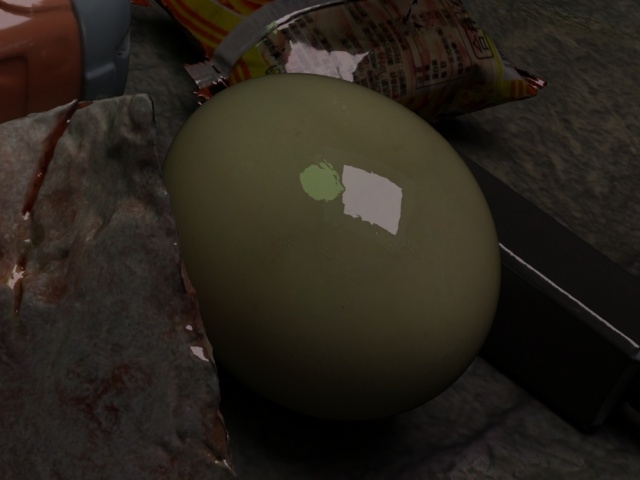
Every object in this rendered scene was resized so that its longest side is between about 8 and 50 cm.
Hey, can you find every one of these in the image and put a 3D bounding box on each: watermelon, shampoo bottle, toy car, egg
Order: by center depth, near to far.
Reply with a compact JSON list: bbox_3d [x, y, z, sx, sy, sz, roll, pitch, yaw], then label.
[{"bbox_3d":[-0.129,0.025,0.853,0.193,0.232,0.310,-15,56,13],"label":"watermelon"},{"bbox_3d":[0.000,0.000,0.974,0.186,0.186,0.241,-10,37,-38],"label":"egg"},{"bbox_3d":[-0.249,-0.154,1.042,0.212,0.181,0.270,-20,55,-33],"label":"toy car"},{"bbox_3d":[0.141,0.036,1.099,0.246,0.080,0.079,38,39,16],"label":"shampoo bottle"}]

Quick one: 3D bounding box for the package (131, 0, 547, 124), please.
[{"bbox_3d":[0.008,-0.160,1.249,0.288,0.108,0.223,-14,49,-38],"label":"package"}]
